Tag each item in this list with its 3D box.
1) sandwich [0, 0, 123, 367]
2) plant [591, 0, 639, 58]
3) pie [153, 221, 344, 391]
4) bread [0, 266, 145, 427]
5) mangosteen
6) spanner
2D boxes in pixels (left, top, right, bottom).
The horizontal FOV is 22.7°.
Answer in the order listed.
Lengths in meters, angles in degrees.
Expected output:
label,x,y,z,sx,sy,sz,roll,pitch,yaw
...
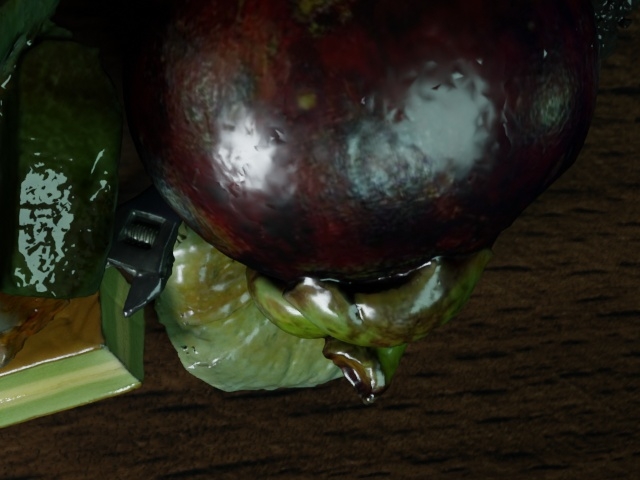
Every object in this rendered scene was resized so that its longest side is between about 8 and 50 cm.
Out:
label,x,y,z,sx,sy,sz,roll,pitch,yaw
sandwich,-0.211,-0.007,1.021,0.301,0.162,0.250,98,17,-58
plant,0.194,-0.161,1.305,0.085,0.087,0.174,33,105,-11
pie,0.000,0.000,1.284,0.306,0.071,0.306,-19,128,-26
bread,-0.210,0.081,1.229,0.139,0.084,0.074,-19,141,18
mangosteen,0.038,-0.079,1.023,0.306,0.306,0.360,-27,105,-18
spanner,-0.067,-0.073,1.172,0.316,0.087,0.024,-47,152,-3
